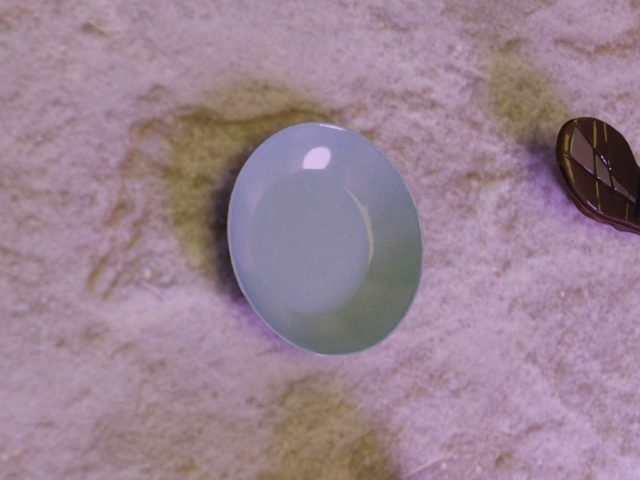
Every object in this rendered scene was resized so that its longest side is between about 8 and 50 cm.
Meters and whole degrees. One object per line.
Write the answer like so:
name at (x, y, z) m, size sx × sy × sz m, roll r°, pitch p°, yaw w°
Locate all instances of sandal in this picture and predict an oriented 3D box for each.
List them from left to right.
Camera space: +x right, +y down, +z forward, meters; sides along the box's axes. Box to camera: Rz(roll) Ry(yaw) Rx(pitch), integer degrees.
sandal at (0.292, -0.057, 1.072) m, size 0.219 × 0.060 × 0.090 m, roll 19°, pitch 77°, yaw -45°

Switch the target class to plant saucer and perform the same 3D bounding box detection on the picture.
plant saucer at (0.000, 0.000, 0.871) m, size 0.195 × 0.037 × 0.195 m, roll 6°, pitch 79°, yaw -34°
